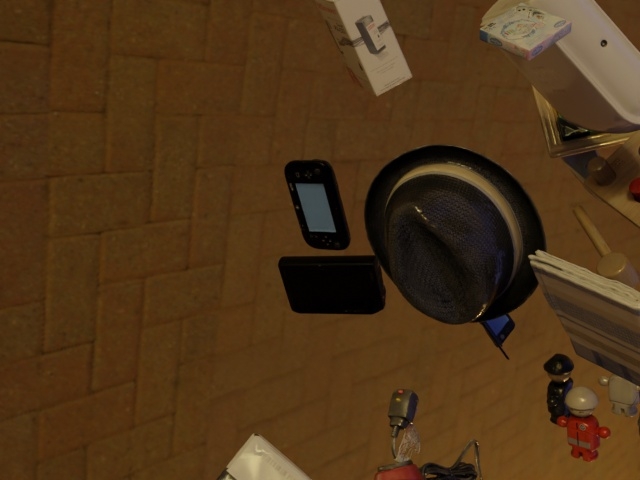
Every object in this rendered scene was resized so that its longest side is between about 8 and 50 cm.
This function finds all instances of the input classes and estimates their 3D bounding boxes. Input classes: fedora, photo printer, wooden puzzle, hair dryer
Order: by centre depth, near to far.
[{"bbox_3d":[0.165,0.369,1.076,0.223,0.080,0.294,40,46,-19],"label":"hair dryer"},{"bbox_3d":[0.204,0.016,1.260,0.152,0.334,0.334,-50,142,-56],"label":"fedora"},{"bbox_3d":[0.436,-0.306,1.317,0.307,0.256,0.107,43,92,-12],"label":"photo printer"},{"bbox_3d":[0.568,-0.297,1.607,0.044,0.220,0.239,53,27,-60],"label":"wooden puzzle"}]

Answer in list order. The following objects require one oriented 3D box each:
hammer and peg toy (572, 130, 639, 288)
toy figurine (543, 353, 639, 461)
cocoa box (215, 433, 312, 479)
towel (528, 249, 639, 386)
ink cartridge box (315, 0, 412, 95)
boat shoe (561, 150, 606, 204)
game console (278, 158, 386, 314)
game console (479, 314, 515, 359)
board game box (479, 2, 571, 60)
[{"bbox_3d":[0.604,-0.098,1.399,0.361,0.266,0.127,-44,126,10],"label":"hammer and peg toy"},{"bbox_3d":[0.552,0.308,1.492,0.213,0.209,0.148,-88,169,-74],"label":"toy figurine"},{"bbox_3d":[-0.059,0.468,1.119,0.228,0.231,0.347,-49,161,-15],"label":"cocoa box"},{"bbox_3d":[0.455,0.137,1.219,0.034,0.209,0.285,-47,129,-12],"label":"towel"},{"bbox_3d":[0.084,-0.421,1.567,0.092,0.158,0.218,-29,117,-4],"label":"ink cartridge box"},{"bbox_3d":[0.572,-0.171,1.679,0.079,0.227,0.081,-37,180,5],"label":"boat shoe"},{"bbox_3d":[0.000,0.000,1.538,0.044,0.213,0.361,-61,143,-52],"label":"game console"},{"bbox_3d":[0.386,0.180,1.671,0.107,0.071,0.122,-45,110,-23],"label":"game console"},{"bbox_3d":[0.287,-0.294,1.076,0.090,0.090,0.020,-35,139,-21],"label":"board game box"}]
